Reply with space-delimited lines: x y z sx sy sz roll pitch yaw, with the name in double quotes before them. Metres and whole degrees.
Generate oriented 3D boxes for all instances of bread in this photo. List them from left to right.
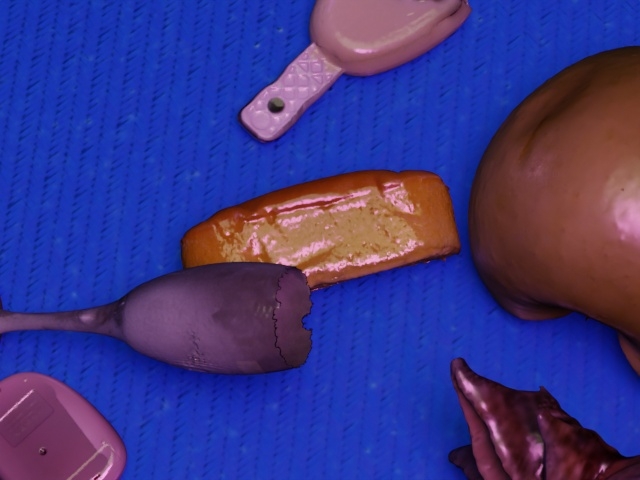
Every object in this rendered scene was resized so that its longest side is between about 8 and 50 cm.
"bread" 0.000 0.000 1.617 0.245 0.102 0.094 -15 78 -3

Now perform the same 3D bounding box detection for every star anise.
"star anise" 0.235 0.221 1.460 0.349 0.292 0.109 26 74 39

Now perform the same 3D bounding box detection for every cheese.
"cheese" 0.019 -0.176 1.700 0.127 0.050 0.235 42 77 11

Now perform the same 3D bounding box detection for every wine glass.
"wine glass" -0.168 0.147 1.520 0.309 0.096 0.264 -1 74 21

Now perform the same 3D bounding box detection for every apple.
"apple" 0.280 -0.033 1.553 0.295 0.233 0.258 29 76 9

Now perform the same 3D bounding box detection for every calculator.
"calculator" -0.228 0.184 1.591 0.103 0.024 0.166 -43 74 -13
